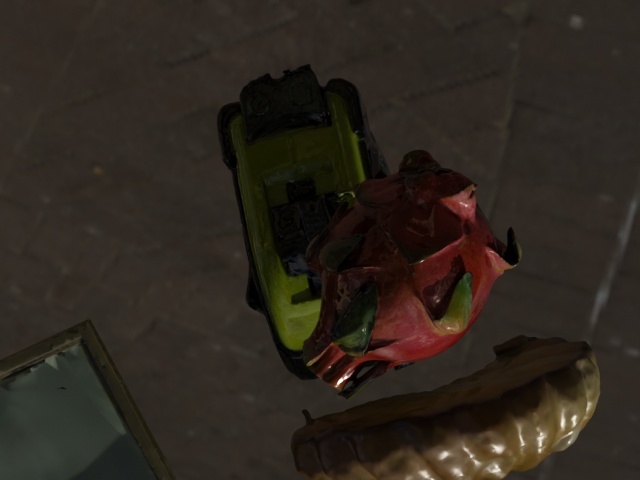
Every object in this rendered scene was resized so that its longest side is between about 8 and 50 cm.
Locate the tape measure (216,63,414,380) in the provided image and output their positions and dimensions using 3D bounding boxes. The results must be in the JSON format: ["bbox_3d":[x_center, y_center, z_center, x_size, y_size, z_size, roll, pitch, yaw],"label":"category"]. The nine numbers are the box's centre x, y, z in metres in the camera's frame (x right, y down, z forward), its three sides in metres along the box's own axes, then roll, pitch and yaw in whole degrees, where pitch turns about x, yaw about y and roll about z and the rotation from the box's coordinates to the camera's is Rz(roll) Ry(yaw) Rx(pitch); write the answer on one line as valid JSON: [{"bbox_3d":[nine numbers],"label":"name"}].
[{"bbox_3d":[0.000,0.000,1.119,0.112,0.186,0.199,-16,165,8],"label":"tape measure"}]

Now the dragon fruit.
[{"bbox_3d":[0.032,0.019,0.755,0.081,0.116,0.086,31,-176,-23],"label":"dragon fruit"}]

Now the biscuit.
[{"bbox_3d":[0.079,0.105,0.938,0.183,0.061,0.118,-16,-174,-14],"label":"biscuit"}]

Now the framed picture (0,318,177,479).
[{"bbox_3d":[-0.190,0.144,1.014,0.200,0.010,0.136,-24,98,17],"label":"framed picture"}]
